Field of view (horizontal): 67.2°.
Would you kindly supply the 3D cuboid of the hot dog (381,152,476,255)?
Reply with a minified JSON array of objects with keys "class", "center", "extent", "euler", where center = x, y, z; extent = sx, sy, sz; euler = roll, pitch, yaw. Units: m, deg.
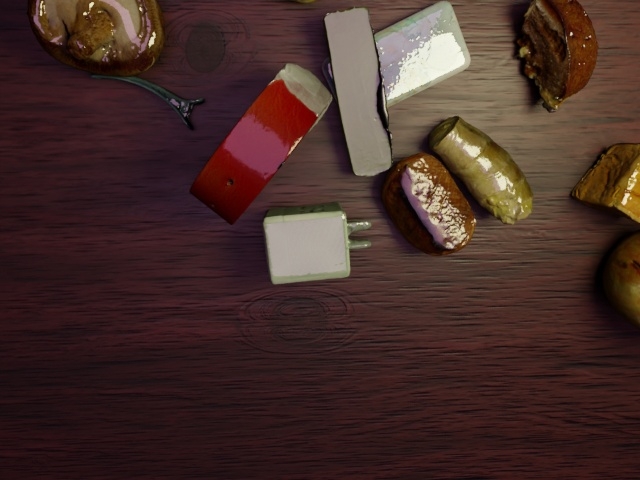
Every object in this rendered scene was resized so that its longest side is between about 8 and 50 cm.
[{"class":"hot dog","center":[0.227,-0.076,1.018],"extent":[0.160,0.099,0.227],"euler":[-29,101,4]}]

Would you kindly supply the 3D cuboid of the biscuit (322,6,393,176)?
[{"class":"biscuit","center":[0.081,-0.288,0.959],"extent":[0.099,0.038,0.322],"euler":[-12,109,5]}]

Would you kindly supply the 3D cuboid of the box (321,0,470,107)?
[{"class":"box","center":[0.154,-0.360,0.984],"extent":[0.285,0.044,0.142],"euler":[-26,106,3]}]

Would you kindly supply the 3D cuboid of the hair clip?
[{"class":"hair clip","center":[-0.352,-0.304,0.978],"extent":[0.229,0.039,0.070],"euler":[25,100,-3]}]

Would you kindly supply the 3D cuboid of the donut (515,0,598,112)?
[{"class":"donut","center":[0.479,-0.378,0.953],"extent":[0.126,0.144,0.186],"euler":[-27,76,-17]}]

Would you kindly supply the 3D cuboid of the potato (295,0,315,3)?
[{"class":"potato","center":[-0.057,-0.516,0.918],"extent":[0.171,0.080,0.107],"euler":[5,101,-9]}]

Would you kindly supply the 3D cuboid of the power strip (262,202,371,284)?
[{"class":"power strip","center":[0.000,0.000,1.004],"extent":[0.224,0.140,0.139],"euler":[-5,101,-1]}]

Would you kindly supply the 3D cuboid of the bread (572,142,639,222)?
[{"class":"bread","center":[0.652,-0.113,1.005],"extent":[0.149,0.158,0.143],"euler":[27,101,-4]}]

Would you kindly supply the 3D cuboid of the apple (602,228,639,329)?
[{"class":"apple","center":[0.747,0.084,1.019],"extent":[0.264,0.264,0.264],"euler":[-1,102,-3]}]

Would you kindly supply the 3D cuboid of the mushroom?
[{"class":"mushroom","center":[-0.410,-0.411,0.905],"extent":[0.231,0.138,0.194],"euler":[15,84,-18]}]

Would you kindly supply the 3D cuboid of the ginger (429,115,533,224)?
[{"class":"ginger","center":[0.340,-0.149,1.005],"extent":[0.263,0.109,0.116],"euler":[43,95,-5]}]

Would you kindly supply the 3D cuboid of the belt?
[{"class":"belt","center":[-0.110,-0.183,0.914],"extent":[0.115,0.227,0.324],"euler":[38,99,-12]}]
